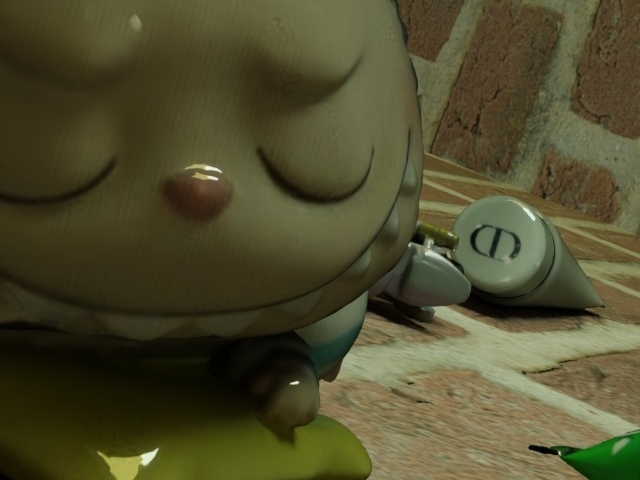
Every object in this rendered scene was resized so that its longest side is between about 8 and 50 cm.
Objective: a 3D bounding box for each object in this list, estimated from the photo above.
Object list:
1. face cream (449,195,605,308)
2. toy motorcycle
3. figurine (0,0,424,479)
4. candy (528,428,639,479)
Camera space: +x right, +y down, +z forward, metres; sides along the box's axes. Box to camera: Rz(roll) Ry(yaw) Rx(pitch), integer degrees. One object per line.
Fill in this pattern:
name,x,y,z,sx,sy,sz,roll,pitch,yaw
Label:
face cream,0.176,0.022,1.586,0.143,0.089,0.314,22,-3,15
toy motorcycle,0.000,0.000,1.262,0.225,0.073,0.152,18,9,-4
figurine,-0.044,-0.103,0.737,0.266,0.377,0.361,21,9,11
candy,0.223,0.132,0.887,0.203,0.078,0.141,11,-11,41
